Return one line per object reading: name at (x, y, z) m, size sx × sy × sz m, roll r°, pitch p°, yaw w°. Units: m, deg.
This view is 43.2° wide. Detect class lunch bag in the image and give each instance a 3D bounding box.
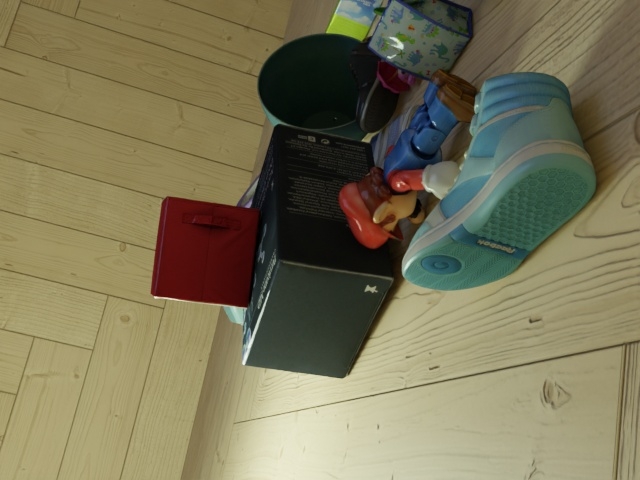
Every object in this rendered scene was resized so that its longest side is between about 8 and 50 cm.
lunch bag at (0.174, -0.367, 1.433) m, size 0.129 × 0.151 × 0.096 m, roll 120°, pitch 161°, yaw -50°

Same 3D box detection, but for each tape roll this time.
tape roll at (-0.164, -0.155, 2.564) m, size 0.275 × 0.090 × 0.275 m, roll -47°, pitch 13°, yaw 15°

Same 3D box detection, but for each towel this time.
towel at (0.128, -0.150, 1.650) m, size 0.285 × 0.034 × 0.209 m, roll 159°, pitch 126°, yaw -75°

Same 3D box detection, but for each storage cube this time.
storage cube at (-0.231, 0.026, 1.598) m, size 0.215 × 0.183 × 0.193 m, roll 170°, pitch 107°, yaw -76°

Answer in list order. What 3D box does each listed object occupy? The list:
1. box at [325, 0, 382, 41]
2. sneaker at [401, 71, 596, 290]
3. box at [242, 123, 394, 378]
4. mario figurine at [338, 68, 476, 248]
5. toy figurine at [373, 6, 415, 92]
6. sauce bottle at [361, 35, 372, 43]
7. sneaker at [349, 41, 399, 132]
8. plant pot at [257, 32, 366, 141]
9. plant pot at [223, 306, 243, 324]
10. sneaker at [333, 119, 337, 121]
box at (0.090, -0.608, 2.181) m, size 0.178 × 0.109 × 0.042 m, roll 120°, pitch 163°, yaw -47°
sneaker at (0.210, -0.079, 1.008) m, size 0.319 × 0.127 × 0.208 m, roll -44°, pitch 34°, yaw 49°
box at (-0.021, 0.018, 1.581) m, size 0.396 × 0.211 × 0.294 m, roll -96°, pitch 20°, yaw -46°
mario figurine at (0.165, -0.111, 1.336) m, size 0.321 × 0.170 × 0.198 m, roll -56°, pitch -16°, yaw 28°
toy figurine at (0.172, -0.372, 1.620) m, size 0.173 × 0.130 × 0.159 m, roll 38°, pitch 128°, yaw 50°
sauce bottle at (0.131, -0.492, 2.021) m, size 0.128 × 0.042 × 0.042 m, roll -144°, pitch 70°, yaw -78°
sneaker at (0.104, -0.330, 1.740) m, size 0.118 × 0.083 × 0.222 m, roll 6°, pitch 71°, yaw 45°
plant pot at (0.010, -0.307, 1.884) m, size 0.195 × 0.290 × 0.290 m, roll 81°, pitch -166°, yaw -57°
plant pot at (-0.167, 0.098, 2.186) m, size 0.247 × 0.247 × 0.253 m, roll 169°, pitch 99°, yaw -76°
sneaker at (0.041, -0.279, 2.067) m, size 0.130 × 0.087 × 0.228 m, roll 175°, pitch 107°, yaw -75°
